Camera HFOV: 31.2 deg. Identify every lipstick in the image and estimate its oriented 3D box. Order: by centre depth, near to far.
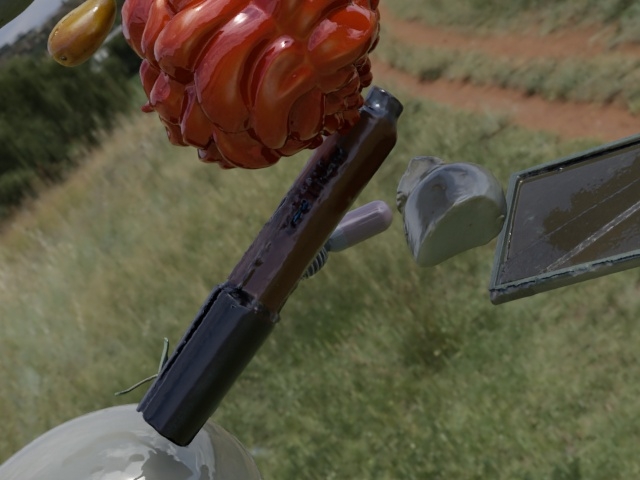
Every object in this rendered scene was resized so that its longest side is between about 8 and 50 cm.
[{"bbox_3d":[-0.047,0.023,1.183,0.418,0.077,0.077,-56,15,-2],"label":"lipstick"}]

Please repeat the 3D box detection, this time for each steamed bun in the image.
[{"bbox_3d":[-0.231,0.355,1.291,0.374,0.334,0.334,-23,13,-4],"label":"steamed bun"}]

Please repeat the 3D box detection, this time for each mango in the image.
[{"bbox_3d":[-0.241,-0.217,1.172,0.089,0.046,0.060,-54,35,-7],"label":"mango"}]

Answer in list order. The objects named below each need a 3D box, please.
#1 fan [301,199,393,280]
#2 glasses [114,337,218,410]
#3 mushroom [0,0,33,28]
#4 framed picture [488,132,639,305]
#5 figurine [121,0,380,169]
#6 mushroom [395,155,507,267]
[{"bbox_3d":[0.000,0.000,1.804,0.244,0.074,0.130,-25,14,4],"label":"fan"},{"bbox_3d":[-0.248,0.282,2.023,0.102,0.207,0.239,5,60,39],"label":"glasses"},{"bbox_3d":[-0.391,-0.350,1.452,0.270,0.103,0.118,-34,-4,22],"label":"mushroom"},{"bbox_3d":[0.346,-0.046,1.304,0.315,0.024,0.232,-16,34,30],"label":"framed picture"},{"bbox_3d":[-0.089,-0.236,1.081,0.241,0.306,0.412,-30,57,-1],"label":"figurine"},{"bbox_3d":[0.130,-0.047,1.213,0.116,0.093,0.225,-35,22,11],"label":"mushroom"}]
